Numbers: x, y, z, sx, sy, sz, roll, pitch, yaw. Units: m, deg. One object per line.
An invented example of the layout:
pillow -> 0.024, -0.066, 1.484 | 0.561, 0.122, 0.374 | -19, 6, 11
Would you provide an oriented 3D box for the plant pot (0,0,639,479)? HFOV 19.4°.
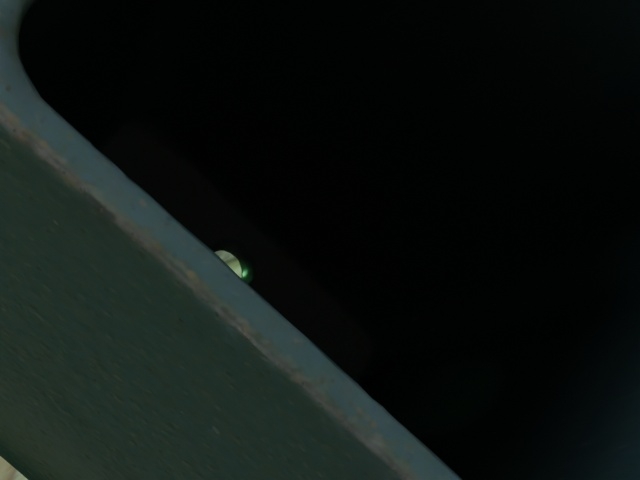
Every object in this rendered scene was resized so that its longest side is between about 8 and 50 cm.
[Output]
plant pot -> 0.000, 0.000, 0.590 | 0.252, 0.247, 0.248 | -34, 17, 53
